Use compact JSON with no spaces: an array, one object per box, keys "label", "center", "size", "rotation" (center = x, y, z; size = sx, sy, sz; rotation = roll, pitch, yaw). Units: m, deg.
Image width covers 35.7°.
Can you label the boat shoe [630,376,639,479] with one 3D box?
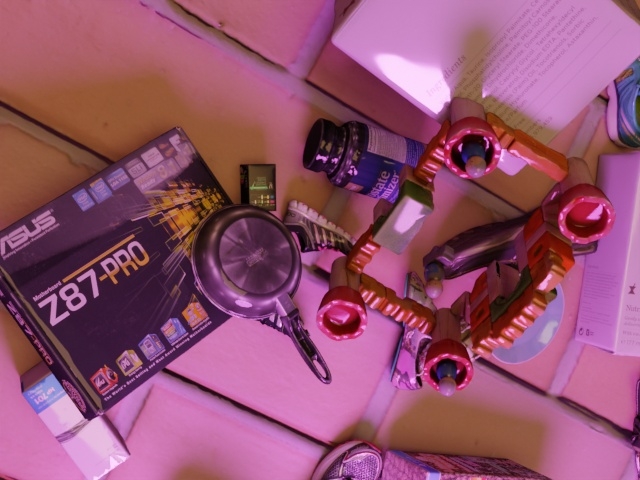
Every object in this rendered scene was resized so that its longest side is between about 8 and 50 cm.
[{"label":"boat shoe","center":[0.674,0.407,2.004],"size":[0.092,0.103,0.285],"rotation":[-16,104,-21]}]

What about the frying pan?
[{"label":"frying pan","center":[-0.097,0.091,1.615],"size":[0.197,0.053,0.326],"rotation":[-10,78,-30]}]

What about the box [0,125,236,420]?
[{"label":"box","center":[-0.299,0.045,1.601],"size":[0.395,0.097,0.318],"rotation":[-35,92,-29]}]

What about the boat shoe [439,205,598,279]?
[{"label":"boat shoe","center":[0.384,0.022,1.869],"size":[0.355,0.132,0.130],"rotation":[-18,99,-14]}]

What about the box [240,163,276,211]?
[{"label":"box","center":[-0.109,-0.092,1.741],"size":[0.052,0.062,0.083],"rotation":[-3,95,-18]}]

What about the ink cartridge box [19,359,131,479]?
[{"label":"ink cartridge box","center":[-0.405,0.288,1.634],"size":[0.082,0.139,0.191],"rotation":[-35,103,-13]}]

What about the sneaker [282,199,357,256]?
[{"label":"sneaker","center":[0.000,0.000,1.784],"size":[0.170,0.063,0.075],"rotation":[34,83,-12]}]

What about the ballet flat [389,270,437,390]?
[{"label":"ballet flat","center":[0.182,0.170,1.839],"size":[0.079,0.077,0.221],"rotation":[10,94,16]}]

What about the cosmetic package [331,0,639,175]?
[{"label":"cosmetic package","center":[0.270,-0.392,1.642],"size":[0.393,0.329,0.327],"rotation":[33,121,-17]}]

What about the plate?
[{"label":"plate","center":[0.375,0.140,1.847],"size":[0.188,0.024,0.188],"rotation":[-11,113,-27]}]

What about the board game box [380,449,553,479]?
[{"label":"board game box","center":[0.255,0.525,1.833],"size":[0.291,0.141,0.232],"rotation":[11,90,-28]}]

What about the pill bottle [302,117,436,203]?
[{"label":"pill bottle","center":[0.086,-0.142,1.769],"size":[0.219,0.123,0.123],"rotation":[15,89,-17]}]

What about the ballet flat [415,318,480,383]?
[{"label":"ballet flat","center":[0.284,0.188,1.877],"size":[0.241,0.077,0.091],"rotation":[-36,105,-12]}]

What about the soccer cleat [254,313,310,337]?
[{"label":"soccer cleat","center":[-0.085,0.130,1.772],"size":[0.072,0.060,0.179],"rotation":[-38,97,-2]}]

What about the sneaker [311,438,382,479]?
[{"label":"sneaker","center":[0.024,0.501,1.799],"size":[0.121,0.112,0.299],"rotation":[35,83,-17]}]

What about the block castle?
[{"label":"block castle","center":[0.224,0.028,1.602],"size":[0.303,0.213,0.453],"rotation":[28,121,-14]}]

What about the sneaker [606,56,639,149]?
[{"label":"sneaker","center":[0.618,-0.315,1.930],"size":[0.107,0.110,0.275],"rotation":[-12,96,-16]}]

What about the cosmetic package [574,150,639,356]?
[{"label":"cosmetic package","center":[0.647,0.029,1.939],"size":[0.217,0.156,0.385],"rotation":[6,93,-16]}]
